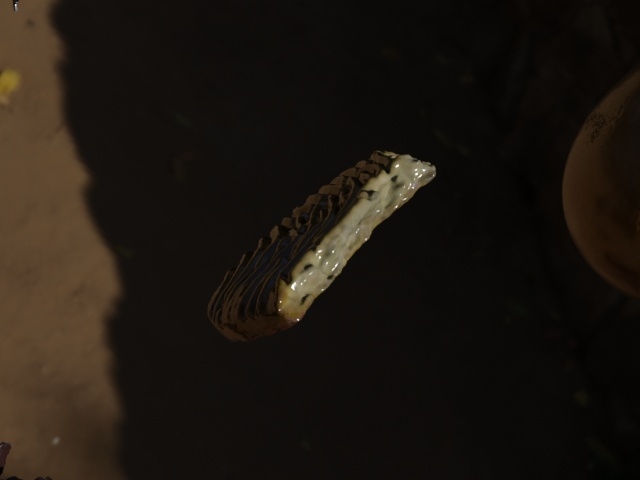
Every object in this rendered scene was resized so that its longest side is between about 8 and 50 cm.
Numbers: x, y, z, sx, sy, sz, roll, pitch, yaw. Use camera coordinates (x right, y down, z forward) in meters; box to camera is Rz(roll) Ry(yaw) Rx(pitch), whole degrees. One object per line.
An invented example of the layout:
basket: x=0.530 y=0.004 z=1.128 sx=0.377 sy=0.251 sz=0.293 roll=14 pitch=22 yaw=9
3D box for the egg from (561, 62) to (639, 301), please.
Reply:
egg: x=0.407 y=-0.067 z=1.663 sx=0.351 sy=0.282 sz=0.282 roll=-16 pitch=60 yaw=-16

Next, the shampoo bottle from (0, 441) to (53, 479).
shampoo bottle: x=-0.273 y=0.302 z=1.743 sx=0.236 sy=0.067 sz=0.068 roll=36 pitch=59 yaw=26

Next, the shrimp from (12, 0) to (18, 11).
shrimp: x=-0.135 y=-0.184 z=0.687 sx=0.073 sy=0.075 sz=0.190 roll=1 pitch=70 yaw=-43

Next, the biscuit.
biscuit: x=-0.001 y=-0.001 z=1.112 sx=0.031 sy=0.176 sz=0.228 roll=53 pitch=8 yaw=-10
